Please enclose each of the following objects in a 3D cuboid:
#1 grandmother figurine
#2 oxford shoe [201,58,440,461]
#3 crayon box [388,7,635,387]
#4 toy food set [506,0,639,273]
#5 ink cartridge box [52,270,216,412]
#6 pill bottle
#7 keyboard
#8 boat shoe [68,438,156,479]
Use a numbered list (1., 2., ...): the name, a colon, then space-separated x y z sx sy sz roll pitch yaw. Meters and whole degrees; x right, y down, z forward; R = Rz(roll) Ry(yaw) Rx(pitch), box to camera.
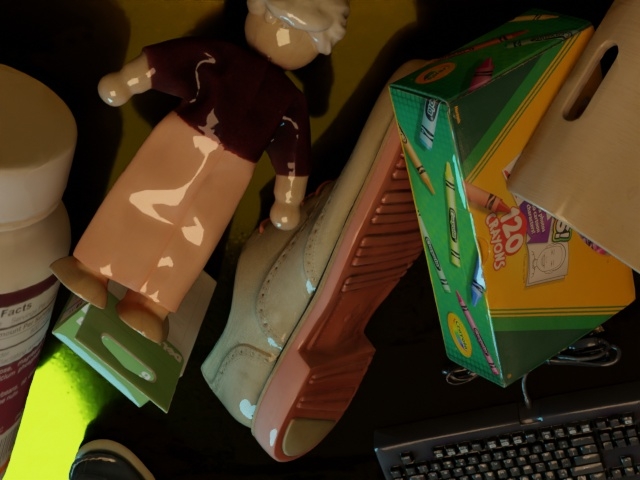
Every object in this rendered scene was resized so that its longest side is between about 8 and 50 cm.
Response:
1. grandmother figurine: -0.093 -0.090 1.481 0.208 0.104 0.342 34 92 -31
2. oxford shoe: 0.000 0.000 1.564 0.146 0.140 0.397 35 108 28
3. crayon box: 0.169 -0.037 1.497 0.165 0.081 0.278 -30 122 -27
4. toy food set: 0.327 -0.057 1.463 0.306 0.092 0.219 32 90 -19
5. ink cartridge box: -0.172 0.076 1.586 0.109 0.209 0.062 43 119 -17
6. pill bottle: -0.354 0.044 1.585 0.224 0.224 0.392 18 121 -3
7. keyboard: 0.207 0.180 1.701 0.317 0.033 0.201 -13 118 14
8. boat shoe: -0.164 0.312 1.802 0.095 0.079 0.254 -28 113 22
